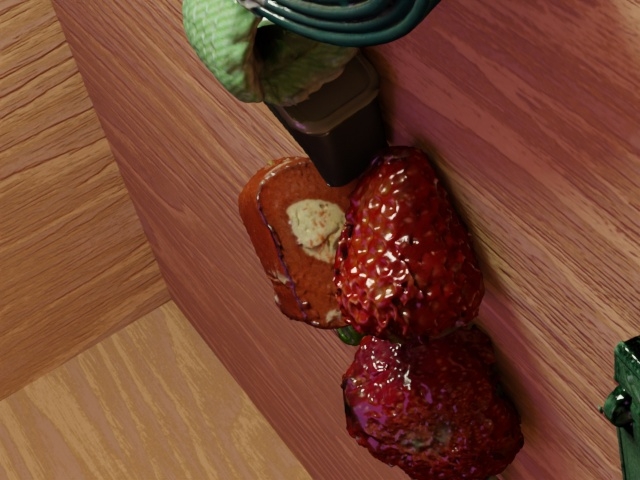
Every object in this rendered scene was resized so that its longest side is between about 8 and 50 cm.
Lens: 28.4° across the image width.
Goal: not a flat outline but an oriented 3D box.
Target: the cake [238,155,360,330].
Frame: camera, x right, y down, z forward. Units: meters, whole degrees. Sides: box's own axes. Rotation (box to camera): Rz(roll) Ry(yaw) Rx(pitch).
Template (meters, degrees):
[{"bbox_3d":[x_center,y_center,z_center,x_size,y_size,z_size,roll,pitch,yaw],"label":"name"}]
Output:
[{"bbox_3d":[0.000,0.000,1.913,0.283,0.177,0.151,67,164,-7],"label":"cake"}]

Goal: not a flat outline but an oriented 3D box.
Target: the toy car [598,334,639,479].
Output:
[{"bbox_3d":[0.375,0.245,1.316,0.141,0.097,0.321,52,165,47],"label":"toy car"}]

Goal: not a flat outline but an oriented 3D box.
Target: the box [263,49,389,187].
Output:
[{"bbox_3d":[-0.026,-0.210,1.669,0.274,0.138,0.178,53,173,29],"label":"box"}]

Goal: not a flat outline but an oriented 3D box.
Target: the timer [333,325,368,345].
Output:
[{"bbox_3d":[0.036,0.123,2.273,0.140,0.047,0.128,61,166,-6],"label":"timer"}]

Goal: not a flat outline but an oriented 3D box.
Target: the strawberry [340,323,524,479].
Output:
[{"bbox_3d":[0.145,0.235,1.813,0.274,0.220,0.274,54,161,28],"label":"strawberry"}]

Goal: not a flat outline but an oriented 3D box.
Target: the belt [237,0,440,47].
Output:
[{"bbox_3d":[-0.003,-0.338,1.184,0.300,0.173,0.436,55,163,-26],"label":"belt"}]

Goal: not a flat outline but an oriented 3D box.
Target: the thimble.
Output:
[{"bbox_3d":[-0.054,-0.271,1.488,0.150,0.219,0.219,49,162,35],"label":"thimble"}]

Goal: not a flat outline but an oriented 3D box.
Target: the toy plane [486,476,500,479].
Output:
[{"bbox_3d":[0.254,0.387,2.004,0.262,0.088,0.192,60,-168,-16],"label":"toy plane"}]

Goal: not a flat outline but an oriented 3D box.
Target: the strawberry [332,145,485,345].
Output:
[{"bbox_3d":[0.104,0.001,1.608,0.205,0.205,0.244,-154,56,-64],"label":"strawberry"}]
